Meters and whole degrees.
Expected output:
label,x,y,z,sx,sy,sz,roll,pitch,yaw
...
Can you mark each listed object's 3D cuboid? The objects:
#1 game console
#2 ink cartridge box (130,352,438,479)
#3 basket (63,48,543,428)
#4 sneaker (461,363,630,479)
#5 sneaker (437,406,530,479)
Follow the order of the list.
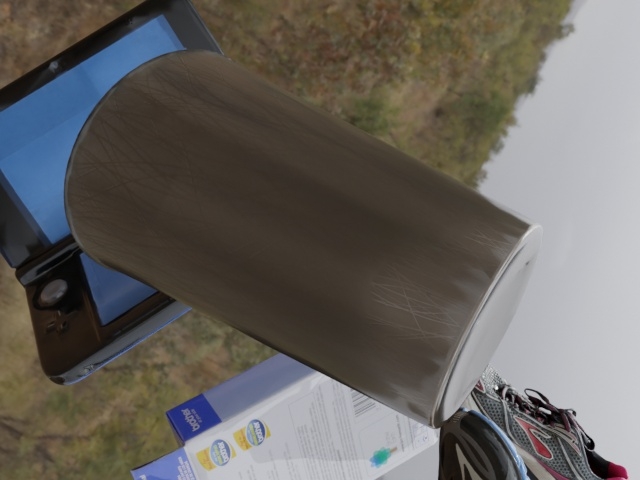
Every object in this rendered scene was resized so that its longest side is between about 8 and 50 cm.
label,x,y,z,sx,sy,sz,roll,pitch,yaw
game console,-0.182,-0.060,0.755,0.293,0.250,0.173,-34,128,-4
ink cartridge box,-0.029,0.201,0.828,0.311,0.065,0.185,-27,126,-21
basket,0.000,0.000,0.490,0.204,0.227,0.154,5,111,-66
sneaker,0.308,0.265,1.176,0.112,0.299,0.121,-46,176,30
sneaker,0.091,0.206,0.543,0.067,0.078,0.188,-7,-108,55
